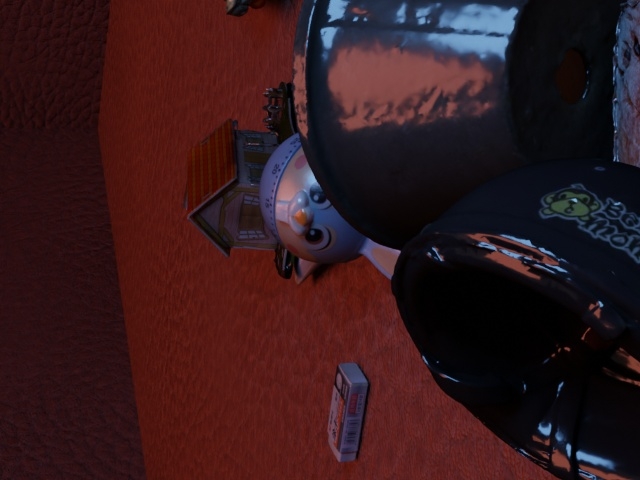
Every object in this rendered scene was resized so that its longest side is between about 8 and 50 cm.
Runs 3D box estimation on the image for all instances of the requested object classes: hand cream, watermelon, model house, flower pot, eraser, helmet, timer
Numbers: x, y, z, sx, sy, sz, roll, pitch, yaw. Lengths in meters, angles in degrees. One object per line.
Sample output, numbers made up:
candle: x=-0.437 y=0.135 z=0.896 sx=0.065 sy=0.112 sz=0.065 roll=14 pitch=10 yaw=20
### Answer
hand cream: x=0.000 y=0.000 z=1.415 sx=0.255 sy=0.048 sz=0.079 roll=143 pitch=133 yaw=-70
watermelon: x=0.236 y=-0.111 z=0.691 sx=0.187 sy=0.071 sz=0.139 roll=100 pitch=167 yaw=-54
model house: x=-0.115 y=-0.102 z=1.533 sx=0.294 sy=0.154 sz=0.207 roll=-103 pitch=18 yaw=-57
flower pot: x=0.128 y=-0.120 z=0.790 sx=0.166 sy=0.269 sz=0.268 roll=3 pitch=95 yaw=50
eraser: x=0.034 y=0.221 z=1.363 sx=0.052 sy=0.029 sz=0.122 roll=-124 pitch=37 yaw=-58
helmet: x=0.190 y=0.049 z=0.657 sx=0.279 sy=0.160 sz=0.230 roll=28 pitch=151 yaw=23
timer: x=0.024 y=-0.034 z=1.172 sx=0.255 sy=0.175 sz=0.175 roll=-131 pitch=43 yaw=-60

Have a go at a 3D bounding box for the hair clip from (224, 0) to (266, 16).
hair clip: x=-0.113 y=-0.428 z=1.667 sx=0.321 sy=0.091 sz=0.138 roll=-110 pitch=25 yaw=-67
